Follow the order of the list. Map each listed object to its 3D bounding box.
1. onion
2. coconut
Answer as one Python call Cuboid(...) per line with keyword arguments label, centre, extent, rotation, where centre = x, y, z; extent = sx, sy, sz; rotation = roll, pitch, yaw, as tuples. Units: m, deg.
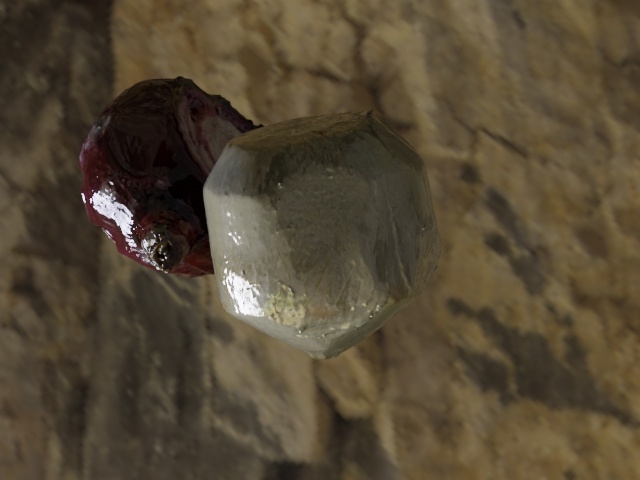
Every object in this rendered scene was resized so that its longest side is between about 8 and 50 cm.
Cuboid(label="onion", centre=(-0.125, -0.028, 1.588), extent=(0.173, 0.198, 0.135), rotation=(41, -54, -13))
Cuboid(label="coconut", centre=(0.003, -0.001, 1.354), extent=(0.161, 0.161, 0.162), rotation=(-18, -77, -23))
